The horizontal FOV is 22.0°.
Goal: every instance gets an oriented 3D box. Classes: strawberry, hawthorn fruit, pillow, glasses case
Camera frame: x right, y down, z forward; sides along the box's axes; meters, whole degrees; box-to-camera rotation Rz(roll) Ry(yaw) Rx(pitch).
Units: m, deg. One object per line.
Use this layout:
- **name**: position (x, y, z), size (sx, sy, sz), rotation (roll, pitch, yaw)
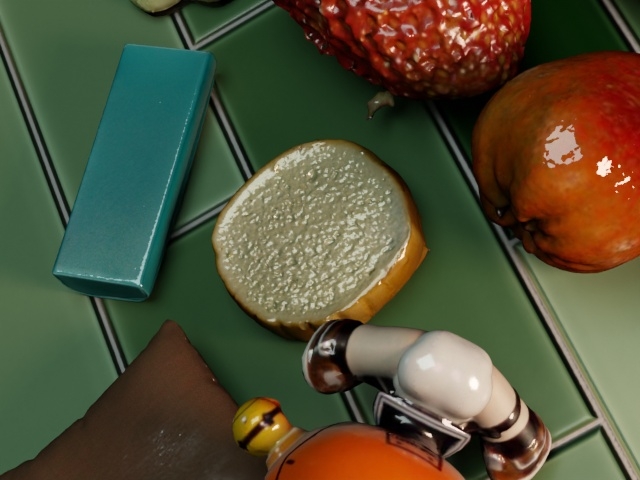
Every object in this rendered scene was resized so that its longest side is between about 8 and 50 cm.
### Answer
- **strawberry**: position (0.066, -0.290, 1.798), size (0.292, 0.292, 0.343), rotation (-19, 75, 14)
- **hawthorn fruit**: position (0.278, -0.093, 1.636), size (0.261, 0.224, 0.224), rotation (-38, 57, -16)
- **pillow**: position (-0.183, 0.281, 1.703), size (0.308, 0.108, 0.305), rotation (-42, 59, -4)
- **glasses case**: position (-0.207, -0.079, 1.913), size (0.117, 0.070, 0.301), rotation (8, 68, 19)

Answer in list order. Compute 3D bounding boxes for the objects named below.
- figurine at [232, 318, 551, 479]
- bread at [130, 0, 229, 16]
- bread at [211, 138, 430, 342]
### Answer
- **figurine**: position (0.059, 0.243, 1.539), size (0.320, 0.196, 0.323), rotation (24, 67, 0)
- **bread**: position (-0.176, -0.374, 2.042), size (0.287, 0.056, 0.207), rotation (10, 69, 28)
- **bread**: position (0.000, 0.000, 1.783), size (0.236, 0.070, 0.236), rotation (-9, 65, 19)
